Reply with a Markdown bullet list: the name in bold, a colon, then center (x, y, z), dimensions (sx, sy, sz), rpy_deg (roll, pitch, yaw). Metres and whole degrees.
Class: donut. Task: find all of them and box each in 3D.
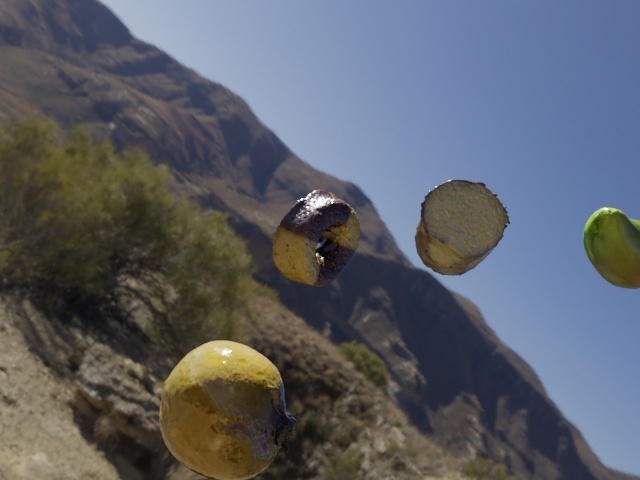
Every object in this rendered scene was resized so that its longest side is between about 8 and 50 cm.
- **donut**: center (0.000, 0.000, 1.038), dimensions (0.059, 0.140, 0.140), rpy_deg (20, -19, 42)

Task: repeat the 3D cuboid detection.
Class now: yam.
- **yam**: center (0.225, -0.015, 1.231), dimensions (0.238, 0.128, 0.129), rpy_deg (78, -14, -79)

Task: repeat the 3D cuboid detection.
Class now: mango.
- **mango**: center (0.529, 0.015, 1.279), dimensions (0.233, 0.125, 0.111), rpy_deg (44, 24, -46)

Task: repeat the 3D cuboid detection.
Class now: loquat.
- **loquat**: center (-0.157, 0.297, 1.283), dimensions (0.244, 0.244, 0.244), rpy_deg (43, -4, 3)
